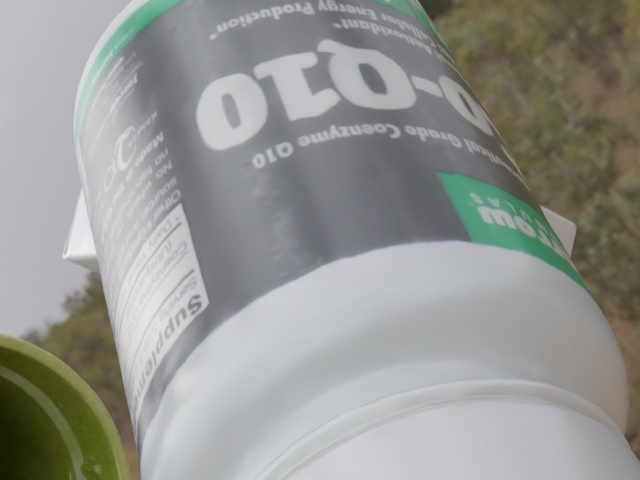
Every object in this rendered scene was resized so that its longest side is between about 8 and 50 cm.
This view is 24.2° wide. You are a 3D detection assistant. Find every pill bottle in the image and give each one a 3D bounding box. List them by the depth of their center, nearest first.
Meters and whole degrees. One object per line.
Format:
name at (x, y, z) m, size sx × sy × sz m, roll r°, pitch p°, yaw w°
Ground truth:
pill bottle at (0.011, 0.038, 0.663) m, size 0.204 × 0.204 × 0.361 m, roll -42°, pitch 40°, yaw 18°

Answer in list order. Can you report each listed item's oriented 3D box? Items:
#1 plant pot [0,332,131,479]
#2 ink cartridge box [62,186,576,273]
plant pot at (-0.329, 0.214, 1.215) m, size 0.276 × 0.276 × 0.254 m, roll -44°, pitch 18°, yaw -26°
ink cartridge box at (0.000, 0.000, 1.426) m, size 0.285 × 0.395 × 0.166 m, roll -6°, pitch 66°, yaw 51°
